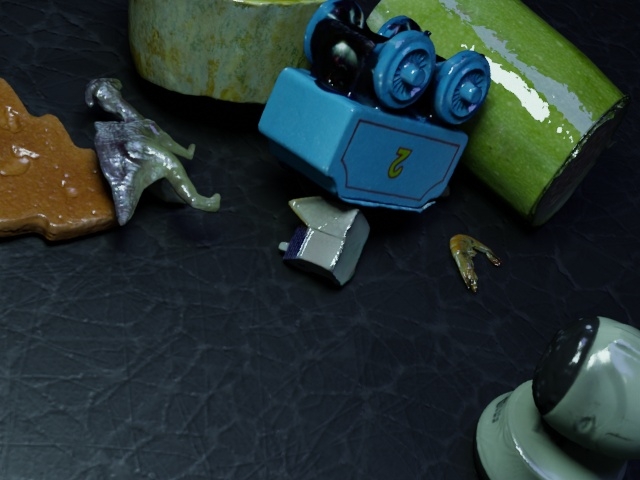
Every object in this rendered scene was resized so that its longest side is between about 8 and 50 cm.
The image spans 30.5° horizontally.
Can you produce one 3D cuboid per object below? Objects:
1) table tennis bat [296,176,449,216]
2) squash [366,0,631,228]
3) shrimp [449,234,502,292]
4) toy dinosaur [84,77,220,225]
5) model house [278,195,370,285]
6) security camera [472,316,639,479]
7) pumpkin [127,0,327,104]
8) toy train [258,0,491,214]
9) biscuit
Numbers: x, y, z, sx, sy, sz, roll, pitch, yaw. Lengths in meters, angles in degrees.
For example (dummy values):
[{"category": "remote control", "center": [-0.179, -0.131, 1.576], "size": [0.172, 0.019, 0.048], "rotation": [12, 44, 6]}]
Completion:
[{"category": "table tennis bat", "center": [0.080, -0.089, 1.768], "size": [0.246, 0.022, 0.138], "rotation": [5, 48, -21]}, {"category": "squash", "center": [0.270, -0.236, 1.825], "size": [0.384, 0.263, 0.263], "rotation": [43, 45, 15]}, {"category": "shrimp", "center": [0.234, 0.035, 1.731], "size": [0.083, 0.023, 0.114], "rotation": [11, 43, -22]}, {"category": "toy dinosaur", "center": [-0.238, -0.113, 1.566], "size": [0.162, 0.077, 0.294], "rotation": [19, 25, -33]}, {"category": "model house", "center": [0.000, 0.000, 1.611], "size": [0.100, 0.088, 0.101], "rotation": [17, 74, 21]}, {"category": "security camera", "center": [0.321, 0.214, 1.425], "size": [0.191, 0.277, 0.197], "rotation": [34, 44, 4]}, {"category": "pumpkin", "center": [-0.119, -0.312, 1.706], "size": [0.332, 0.199, 0.332], "rotation": [5, 28, -2]}, {"category": "toy train", "center": [0.083, -0.178, 1.625], "size": [0.188, 0.265, 0.300], "rotation": [34, 17, 35]}, {"category": "biscuit", "center": [-0.392, -0.086, 1.511], "size": [0.306, 0.043, 0.284], "rotation": [25, 41, -8]}]
